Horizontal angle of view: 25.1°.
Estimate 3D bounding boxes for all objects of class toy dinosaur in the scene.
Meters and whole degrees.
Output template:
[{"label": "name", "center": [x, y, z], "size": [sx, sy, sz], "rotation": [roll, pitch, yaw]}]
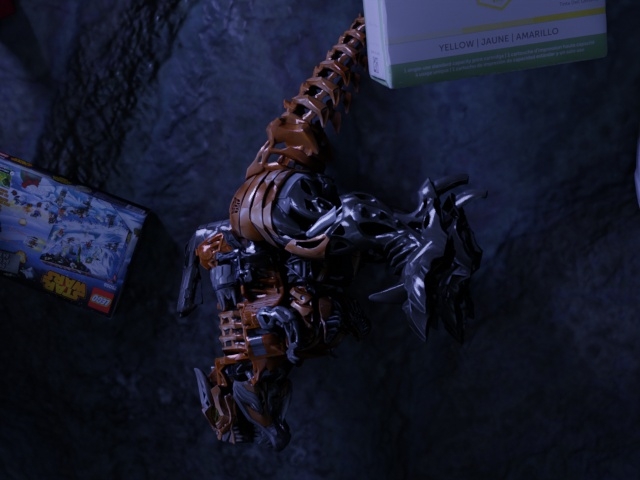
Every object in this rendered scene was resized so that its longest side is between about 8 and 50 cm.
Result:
[{"label": "toy dinosaur", "center": [0.000, 0.000, 1.079], "size": [0.218, 0.164, 0.322], "rotation": [12, 111, 18]}]

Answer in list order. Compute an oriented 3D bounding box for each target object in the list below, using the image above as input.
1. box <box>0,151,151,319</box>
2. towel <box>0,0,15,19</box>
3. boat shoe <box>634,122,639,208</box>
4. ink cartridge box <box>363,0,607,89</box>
[{"label": "box", "center": [-0.215, -0.005, 1.158], "size": [0.137, 0.027, 0.094], "rotation": [22, 106, 0]}, {"label": "towel", "center": [-0.334, -0.254, 1.019], "size": [0.031, 0.199, 0.275], "rotation": [-15, 104, 31]}, {"label": "boat shoe", "center": [0.288, -0.095, 1.037], "size": [0.108, 0.102, 0.301], "rotation": [1, 106, 6]}, {"label": "ink cartridge box", "center": [0.110, -0.236, 1.016], "size": [0.171, 0.056, 0.235], "rotation": [-10, 107, -13]}]
